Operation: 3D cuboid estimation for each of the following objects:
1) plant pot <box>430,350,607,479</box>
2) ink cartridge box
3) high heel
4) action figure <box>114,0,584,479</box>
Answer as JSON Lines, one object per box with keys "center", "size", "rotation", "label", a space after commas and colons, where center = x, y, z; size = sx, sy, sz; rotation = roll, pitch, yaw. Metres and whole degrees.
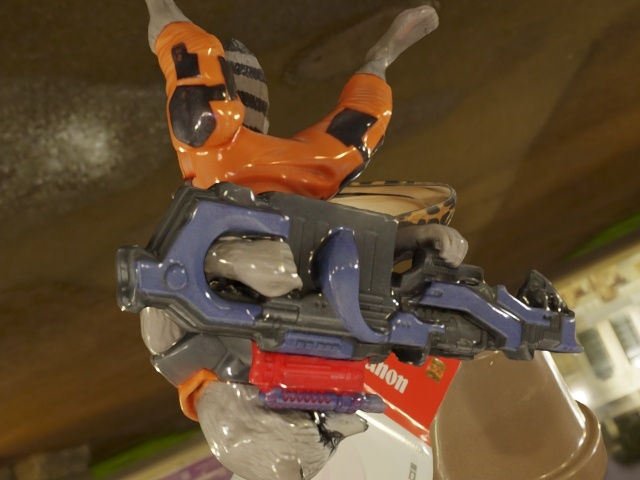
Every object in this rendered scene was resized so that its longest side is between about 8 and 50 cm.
{"center": [0.214, 0.207, 1.561], "size": [0.263, 0.229, 0.263], "rotation": [-15, -159, 6], "label": "plant pot"}
{"center": [0.040, 0.171, 1.093], "size": [0.066, 0.189, 0.232], "rotation": [17, -107, 53], "label": "ink cartridge box"}
{"center": [0.000, -0.042, 1.225], "size": [0.261, 0.093, 0.186], "rotation": [18, 146, -34], "label": "high heel"}
{"center": [0.000, 0.000, 0.777], "size": [0.341, 0.330, 0.178], "rotation": [20, 156, -35], "label": "action figure"}
